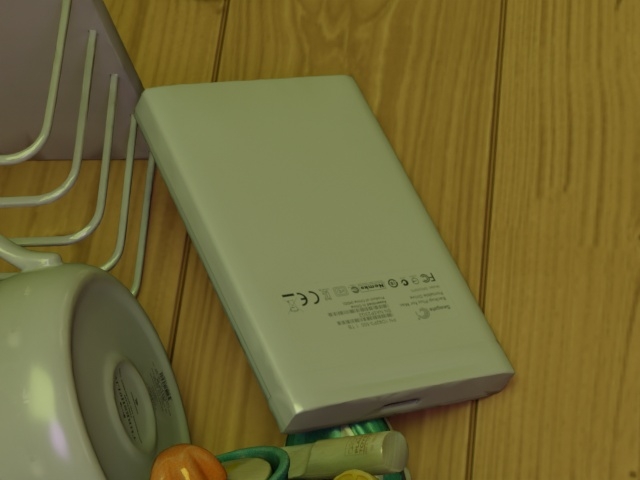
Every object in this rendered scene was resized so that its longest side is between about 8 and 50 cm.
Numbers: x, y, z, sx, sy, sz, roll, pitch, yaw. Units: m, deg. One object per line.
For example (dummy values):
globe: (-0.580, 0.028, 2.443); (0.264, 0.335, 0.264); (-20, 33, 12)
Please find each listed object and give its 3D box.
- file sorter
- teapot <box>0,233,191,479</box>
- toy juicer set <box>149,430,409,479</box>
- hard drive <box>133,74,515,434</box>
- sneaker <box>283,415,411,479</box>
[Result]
file sorter: (-0.252, -0.072, 1.368); (0.193, 0.278, 0.173); (-1, 63, 10)
teapot: (-0.220, 0.142, 1.279); (0.187, 0.252, 0.256); (-17, 48, 14)
toy juicer set: (-0.047, 0.163, 1.121); (0.209, 0.329, 0.089); (-19, 101, 23)
hard drive: (0.000, 0.000, 1.365); (0.203, 0.040, 0.307); (-7, 55, -32)
sneaker: (0.008, 0.229, 1.258); (0.107, 0.110, 0.275); (-1, 61, 10)
